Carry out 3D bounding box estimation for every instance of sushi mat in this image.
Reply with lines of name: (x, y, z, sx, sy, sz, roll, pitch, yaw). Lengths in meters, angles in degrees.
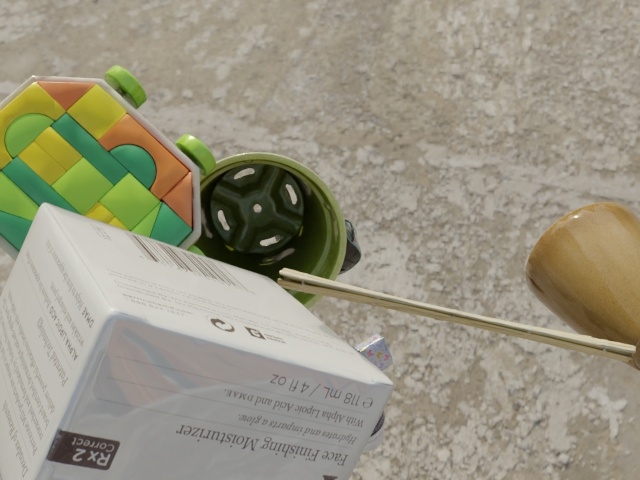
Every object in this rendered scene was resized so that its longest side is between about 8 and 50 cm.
sushi mat: (0.117, 0.069, 0.713, 0.316, 0.151, 0.019, 12, 87, 3)

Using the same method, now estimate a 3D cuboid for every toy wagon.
toy wagon: (-0.242, -0.033, 0.879, 0.344, 0.068, 0.267, 43, 73, -3)

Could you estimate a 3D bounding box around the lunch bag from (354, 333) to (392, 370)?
lunch bag: (0.130, 0.280, 1.826, 0.071, 0.083, 0.053, -30, 15, -16)

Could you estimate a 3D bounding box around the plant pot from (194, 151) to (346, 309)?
plant pot: (-0.106, -0.029, 1.281, 0.275, 0.276, 0.254, -11, 15, -2)

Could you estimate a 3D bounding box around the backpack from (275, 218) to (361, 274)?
backpack: (0.000, 0.000, 1.691, 0.165, 0.188, 0.144, -27, 46, 15)

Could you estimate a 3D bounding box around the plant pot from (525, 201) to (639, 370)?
plant pot: (0.523, 0.099, 1.317, 0.237, 0.237, 0.254, -16, 38, -5)

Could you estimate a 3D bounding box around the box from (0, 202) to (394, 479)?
box: (-0.090, 0.080, 0.453, 0.182, 0.181, 0.119, 34, 101, 55)

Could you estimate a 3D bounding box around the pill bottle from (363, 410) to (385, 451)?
pill bottle: (0.065, 0.305, 1.358, 0.094, 0.169, 0.094, -12, 39, 10)
